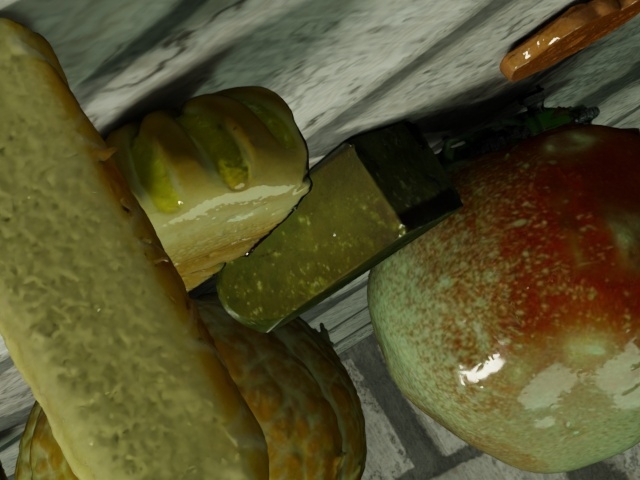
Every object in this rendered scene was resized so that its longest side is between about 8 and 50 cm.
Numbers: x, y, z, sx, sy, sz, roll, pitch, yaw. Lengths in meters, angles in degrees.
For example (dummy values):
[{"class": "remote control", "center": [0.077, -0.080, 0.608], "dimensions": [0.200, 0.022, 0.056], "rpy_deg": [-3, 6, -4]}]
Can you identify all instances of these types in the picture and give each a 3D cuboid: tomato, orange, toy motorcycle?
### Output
[{"class": "tomato", "center": [0.195, 0.054, 1.208], "dimensions": [0.304, 0.239, 0.303], "rpy_deg": [-14, 147, -9]}, {"class": "orange", "center": [-0.119, 0.188, 1.307], "dimensions": [0.329, 0.249, 0.329], "rpy_deg": [-22, 169, -4]}, {"class": "toy motorcycle", "center": [0.175, -0.088, 1.312], "dimensions": [0.106, 0.074, 0.190], "rpy_deg": [-25, 177, 38]}]

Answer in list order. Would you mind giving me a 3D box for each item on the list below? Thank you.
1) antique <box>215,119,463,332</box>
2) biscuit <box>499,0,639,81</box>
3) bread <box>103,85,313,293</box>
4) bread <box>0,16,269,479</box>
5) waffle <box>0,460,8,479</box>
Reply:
[{"class": "antique", "center": [0.000, 0.000, 1.134], "dimensions": [0.080, 0.081, 0.221], "rpy_deg": [-21, 168, -47]}, {"class": "biscuit", "center": [0.186, -0.154, 1.065], "dimensions": [0.130, 0.019, 0.102], "rpy_deg": [-28, 173, -15]}, {"class": "bread", "center": [-0.085, -0.015, 0.710], "dimensions": [0.094, 0.083, 0.157], "rpy_deg": [-21, 166, -39]}, {"class": "bread", "center": [-0.088, 0.023, 0.551], "dimensions": [0.068, 0.188, 0.125], "rpy_deg": [-29, 175, -11]}, {"class": "waffle", "center": [-0.379, 0.254, 1.518], "dimensions": [0.102, 0.042, 0.148], "rpy_deg": [-28, 173, -12]}]
